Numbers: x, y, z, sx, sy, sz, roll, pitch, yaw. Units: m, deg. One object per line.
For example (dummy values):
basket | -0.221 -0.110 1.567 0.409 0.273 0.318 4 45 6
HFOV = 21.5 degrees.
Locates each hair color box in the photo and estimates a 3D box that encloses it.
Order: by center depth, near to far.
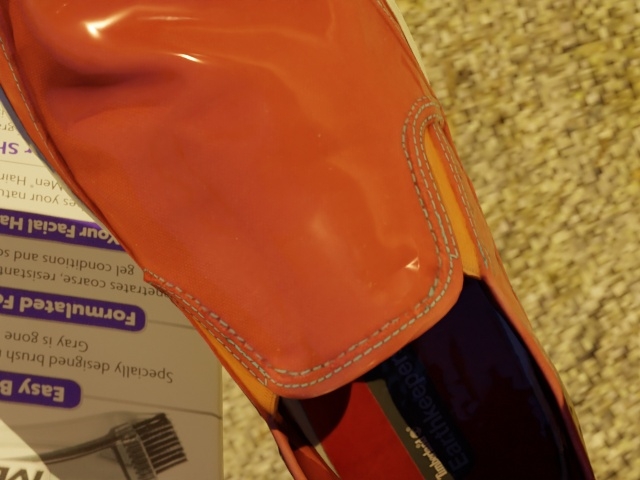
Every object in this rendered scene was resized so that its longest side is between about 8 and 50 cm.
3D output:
hair color box | -0.143 0.012 0.752 0.110 0.185 0.339 113 160 -45

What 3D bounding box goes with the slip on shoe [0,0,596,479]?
slip on shoe | 0.000 0.000 0.527 0.331 0.123 0.101 59 176 -24
